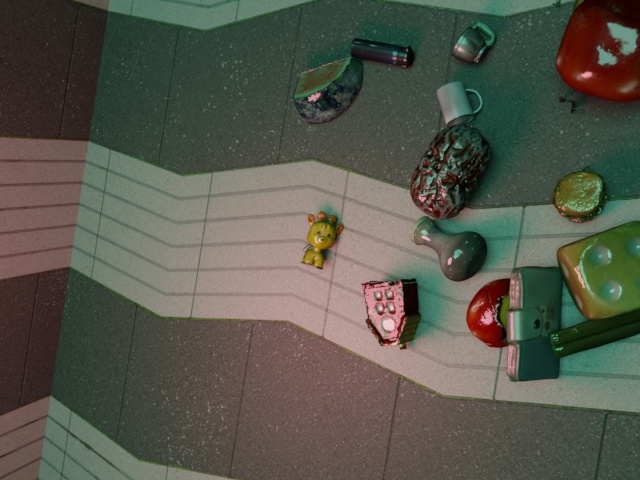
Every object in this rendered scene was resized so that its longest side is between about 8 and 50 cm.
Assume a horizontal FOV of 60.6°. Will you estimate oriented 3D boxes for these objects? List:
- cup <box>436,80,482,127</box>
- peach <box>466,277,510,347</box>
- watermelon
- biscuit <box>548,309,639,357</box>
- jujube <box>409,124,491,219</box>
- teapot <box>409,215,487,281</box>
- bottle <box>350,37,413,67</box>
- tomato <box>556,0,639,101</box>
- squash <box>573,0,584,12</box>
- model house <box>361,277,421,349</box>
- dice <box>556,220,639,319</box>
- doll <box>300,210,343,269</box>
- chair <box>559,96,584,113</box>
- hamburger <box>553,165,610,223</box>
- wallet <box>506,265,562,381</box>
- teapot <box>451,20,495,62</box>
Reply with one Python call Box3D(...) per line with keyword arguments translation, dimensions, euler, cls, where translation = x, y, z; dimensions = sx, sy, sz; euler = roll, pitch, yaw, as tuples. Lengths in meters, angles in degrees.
Box3D(translation=(0.484, -0.474, 1.914), dimensions=(0.099, 0.136, 0.133), euler=(-35, 67, 57), cls="cup")
Box3D(translation=(0.580, 0.228, 1.748), dimensions=(0.190, 0.196, 0.226), euler=(41, 118, 5), cls="peach")
Box3D(translation=(0.014, -0.610, 2.136), dimensions=(0.318, 0.148, 0.226), euler=(-45, 61, 16), cls="watermelon")
Box3D(translation=(0.849, 0.270, 1.632), dimensions=(0.322, 0.038, 0.099), euler=(-19, 111, 8), cls="biscuit")
Box3D(translation=(0.435, -0.233, 1.844), dimensions=(0.226, 0.226, 0.317), euler=(33, 104, 25), cls="jujube")
Box3D(translation=(0.430, 0.019, 1.864), dimensions=(0.251, 0.183, 0.184), euler=(36, 103, 37), cls="teapot")
Box3D(translation=(0.232, -0.705, 2.062), dimensions=(0.244, 0.072, 0.082), euler=(19, 132, 28), cls="bottle")
Box3D(translation=(0.868, -0.566, 1.600), dimensions=(0.325, 0.289, 0.293), euler=(38, 125, 22), cls="tomato")
Box3D(translation=(0.845, -0.758, 1.712), dimensions=(0.105, 0.132, 0.105), euler=(-1, 88, 26), cls="squash")
Box3D(translation=(0.257, 0.260, 1.914), dimensions=(0.160, 0.196, 0.254), euler=(-12, 82, 24), cls="model house")
Box3D(translation=(0.843, 0.088, 1.583), dimensions=(0.238, 0.227, 0.233), euler=(-22, 81, 11), cls="dice")
Box3D(translation=(0.000, 0.000, 2.117), dimensions=(0.142, 0.135, 0.221), euler=(16, 88, -5), cls="doll")
Box3D(translation=(0.808, -0.434, 1.764), dimensions=(0.086, 0.037, 0.042), euler=(17, 83, 23), cls="chair")
Box3D(translation=(0.807, -0.144, 1.699), dimensions=(0.159, 0.131, 0.185), euler=(15, 87, 36), cls="hamburger")
Box3D(translation=(0.662, 0.255, 1.682), dimensions=(0.083, 0.252, 0.360), euler=(-1, 86, 53), cls="wallet")
Box3D(translation=(0.533, -0.676, 1.902), dimensions=(0.108, 0.149, 0.111), euler=(37, 142, 9), cls="teapot")
